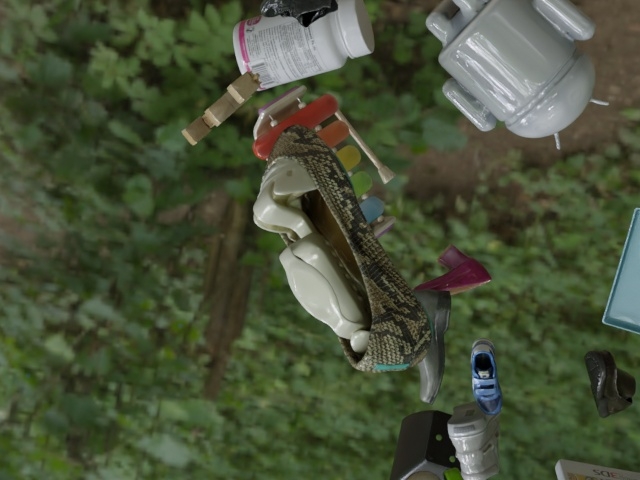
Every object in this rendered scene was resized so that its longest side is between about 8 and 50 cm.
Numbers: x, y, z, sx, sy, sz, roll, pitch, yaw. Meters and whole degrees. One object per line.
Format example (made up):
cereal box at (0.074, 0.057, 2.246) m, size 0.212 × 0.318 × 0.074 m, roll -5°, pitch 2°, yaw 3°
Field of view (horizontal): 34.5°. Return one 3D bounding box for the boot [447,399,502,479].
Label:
boot at (0.301, 0.382, 1.974) m, size 0.095 × 0.123 × 0.258 m, roll -10°, pitch -179°, yaw 21°

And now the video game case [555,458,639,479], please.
video game case at (0.474, 0.431, 1.550) m, size 0.206 × 0.026 × 0.227 m, roll 11°, pitch -148°, yaw -9°

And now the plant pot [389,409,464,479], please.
plant pot at (0.281, 0.491, 2.368) m, size 0.187 × 0.188 × 0.167 m, roll 19°, pitch 149°, yaw -4°

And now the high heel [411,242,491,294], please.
high heel at (0.248, 0.129, 2.187) m, size 0.117 × 0.244 × 0.082 m, roll 40°, pitch 170°, yaw 9°

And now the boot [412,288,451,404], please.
boot at (0.177, 0.207, 2.115) m, size 0.161 × 0.246 × 0.083 m, roll 5°, pitch -173°, yaw 4°

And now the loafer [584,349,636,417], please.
loafer at (0.534, 0.254, 1.887) m, size 0.078 × 0.080 × 0.220 m, roll -17°, pitch 149°, yaw 9°

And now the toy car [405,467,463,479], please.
toy car at (0.205, 0.530, 2.052) m, size 0.155 × 0.149 × 0.188 m, roll -15°, pitch 171°, yaw -6°

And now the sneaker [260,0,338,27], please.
sneaker at (-0.045, -0.455, 2.023) m, size 0.170 × 0.089 × 0.051 m, roll -21°, pitch 156°, yaw 30°

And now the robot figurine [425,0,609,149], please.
robot figurine at (0.361, -0.331, 1.899) m, size 0.353 × 0.300 × 0.200 m, roll 43°, pitch -141°, yaw -5°

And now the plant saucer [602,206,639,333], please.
plant saucer at (0.442, 0.042, 1.416) m, size 0.067 × 0.192 × 0.018 m, roll 17°, pitch -146°, yaw 17°

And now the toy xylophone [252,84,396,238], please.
toy xylophone at (0.019, -0.141, 1.900) m, size 0.322 × 0.236 × 0.081 m, roll 48°, pitch 150°, yaw -7°

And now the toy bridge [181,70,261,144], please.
toy bridge at (-0.111, -0.168, 1.254) m, size 0.026 × 0.063 × 0.188 m, roll 50°, pitch 152°, yaw -8°

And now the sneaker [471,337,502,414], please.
sneaker at (0.301, 0.253, 1.889) m, size 0.053 × 0.144 × 0.059 m, roll -9°, pitch -174°, yaw 10°

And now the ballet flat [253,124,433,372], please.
ballet flat at (0.000, 0.000, 1.627) m, size 0.182 × 0.164 × 0.483 m, roll -6°, pitch -125°, yaw -41°

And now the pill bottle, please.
pill bottle at (-0.035, -0.441, 2.274) m, size 0.283 × 0.160 × 0.160 m, roll -13°, pitch 173°, yaw 16°
